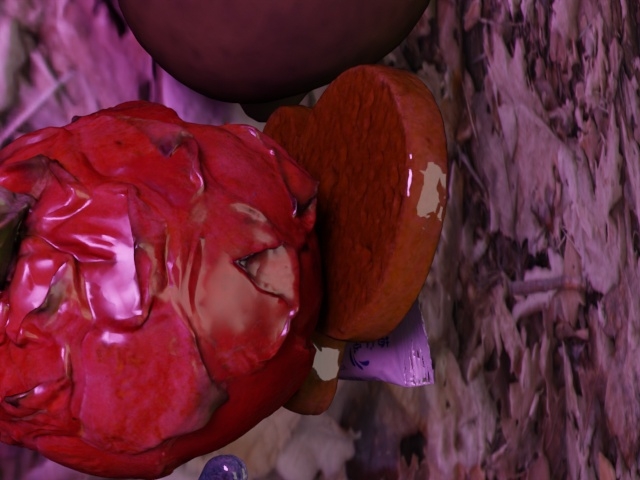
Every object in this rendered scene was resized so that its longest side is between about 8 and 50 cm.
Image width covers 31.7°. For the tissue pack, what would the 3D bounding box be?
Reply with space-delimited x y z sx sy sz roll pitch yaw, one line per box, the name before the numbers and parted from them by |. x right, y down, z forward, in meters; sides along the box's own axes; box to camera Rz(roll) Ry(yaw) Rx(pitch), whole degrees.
tissue pack | 0.008 0.026 0.661 0.026 0.193 0.122 1 82 -24

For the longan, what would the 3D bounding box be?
longan | -0.024 -0.151 0.633 0.204 0.185 0.159 97 -16 -47

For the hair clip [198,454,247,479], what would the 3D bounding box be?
hair clip | -0.065 0.199 0.546 0.070 0.039 0.229 -37 148 -52

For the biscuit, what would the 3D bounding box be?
biscuit | 0.000 0.000 0.598 0.039 0.236 0.179 8 67 -24

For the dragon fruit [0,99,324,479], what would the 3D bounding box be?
dragon fruit | -0.082 0.021 0.519 0.210 0.172 0.172 -18 101 -48
